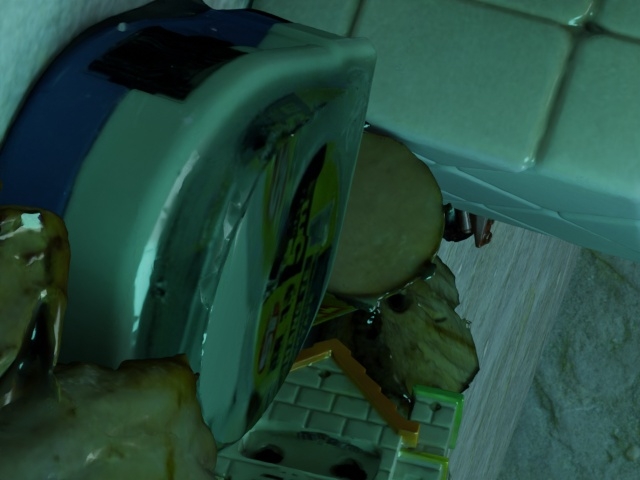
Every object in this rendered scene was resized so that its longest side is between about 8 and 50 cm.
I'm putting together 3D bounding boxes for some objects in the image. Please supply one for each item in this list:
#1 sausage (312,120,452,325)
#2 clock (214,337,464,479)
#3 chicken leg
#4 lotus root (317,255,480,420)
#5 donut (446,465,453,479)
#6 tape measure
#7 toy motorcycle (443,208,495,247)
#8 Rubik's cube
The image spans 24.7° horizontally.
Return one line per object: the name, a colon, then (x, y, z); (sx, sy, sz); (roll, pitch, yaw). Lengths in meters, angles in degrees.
sausage: (-0.001, -0.002, 1.112); (0.117, 0.125, 0.317); (-30, 179, -13)
clock: (-0.014, 0.197, 1.147); (0.255, 0.220, 0.106); (-67, 166, -50)
chicken leg: (-0.195, 0.098, 0.592); (0.409, 0.182, 0.295); (-13, 107, -53)
lotus root: (0.060, 0.113, 1.475); (0.314, 0.142, 0.210); (13, 57, -69)
donut: (0.040, 0.284, 1.467); (0.235, 0.089, 0.235); (-40, 174, -5)
tape measure: (-0.080, -0.002, 0.852); (0.262, 0.138, 0.259); (-32, 135, -67)
toy motorcycle: (0.194, -0.089, 1.723); (0.084, 0.118, 0.212); (-27, 133, -56)
Rubik's cube: (0.156, -0.186, 1.135); (0.322, 0.319, 0.316); (37, 72, -72)
